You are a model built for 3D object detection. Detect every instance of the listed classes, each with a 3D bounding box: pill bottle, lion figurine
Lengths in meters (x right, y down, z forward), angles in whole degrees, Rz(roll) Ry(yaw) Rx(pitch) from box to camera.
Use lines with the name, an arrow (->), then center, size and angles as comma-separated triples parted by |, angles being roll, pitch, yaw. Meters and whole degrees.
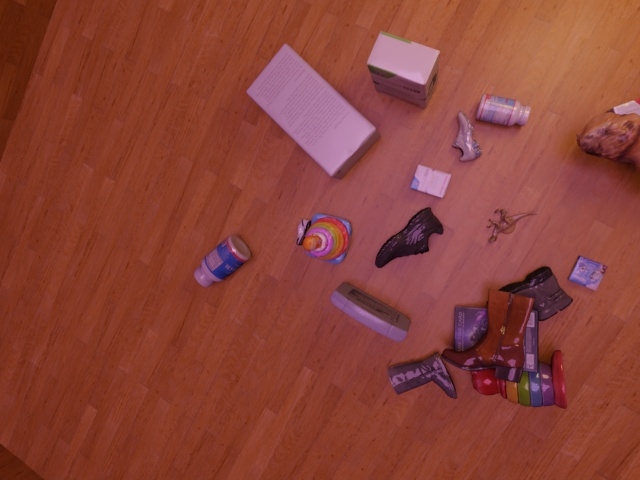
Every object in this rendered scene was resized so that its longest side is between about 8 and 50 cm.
pill bottle -> -0.399, 0.089, 1.751 | 0.221, 0.124, 0.124 | -38, 84, 15
pill bottle -> 0.613, -0.434, 1.462 | 0.160, 0.087, 0.087 | 16, 98, 13
lion figurine -> 0.975, -0.248, 1.279 | 0.392, 0.142, 0.240 | 48, 113, 3

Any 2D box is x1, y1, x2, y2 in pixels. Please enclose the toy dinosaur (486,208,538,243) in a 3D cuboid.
toy dinosaur -> 0.647, -0.068, 1.506 | 0.183, 0.053, 0.093 | -39, 99, 21

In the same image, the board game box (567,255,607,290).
board game box -> 0.895, 0.109, 1.458 | 0.090, 0.020, 0.090 | 23, 100, 12

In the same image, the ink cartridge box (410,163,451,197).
ink cartridge box -> 0.395, -0.210, 1.554 | 0.122, 0.052, 0.089 | 21, 99, 14

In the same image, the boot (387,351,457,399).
boot -> 0.373, 0.524, 1.599 | 0.208, 0.076, 0.190 | -27, 72, 8

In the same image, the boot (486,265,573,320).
boot -> 0.716, 0.213, 1.486 | 0.246, 0.083, 0.161 | -32, 91, 16

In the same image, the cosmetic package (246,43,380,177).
cosmetic package -> -0.023, -0.463, 1.592 | 0.453, 0.161, 0.230 | 46, 103, 8

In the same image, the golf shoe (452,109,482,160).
golf shoe -> 0.495, -0.361, 1.512 | 0.085, 0.069, 0.177 | -19, 88, 21

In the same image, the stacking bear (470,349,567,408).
stacking bear -> 0.664, 0.474, 1.475 | 0.288, 0.164, 0.176 | -5, 128, 26

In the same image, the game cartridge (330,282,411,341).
game cartridge -> 0.181, 0.255, 1.569 | 0.294, 0.196, 0.060 | 29, 100, 12

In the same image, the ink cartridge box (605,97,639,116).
ink cartridge box -> 1.004, -0.353, 1.370 | 0.127, 0.072, 0.175 | -19, 89, 15

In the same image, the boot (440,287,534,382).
boot -> 0.547, 0.297, 1.440 | 0.263, 0.096, 0.281 | 5, 82, 40

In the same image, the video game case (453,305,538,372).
video game case -> 0.590, 0.329, 1.476 | 0.274, 0.026, 0.196 | -3, 78, 40

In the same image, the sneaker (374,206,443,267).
sneaker -> 0.318, 0.014, 1.567 | 0.286, 0.109, 0.130 | -43, 89, 16

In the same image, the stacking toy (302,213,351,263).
stacking toy -> 0.000, 0.000, 1.545 | 0.165, 0.302, 0.175 | 16, 97, 14

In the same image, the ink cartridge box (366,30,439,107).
ink cartridge box -> 0.280, -0.558, 1.448 | 0.198, 0.273, 0.115 | 25, 97, 12

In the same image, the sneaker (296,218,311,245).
sneaker -> -0.073, -0.033, 1.703 | 0.043, 0.040, 0.109 | 24, 96, 29
